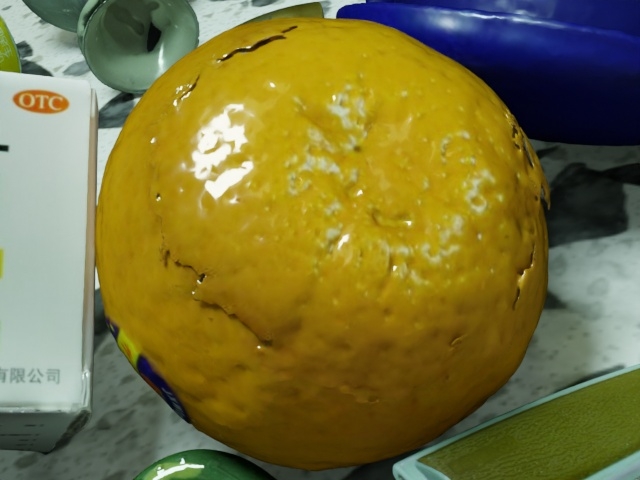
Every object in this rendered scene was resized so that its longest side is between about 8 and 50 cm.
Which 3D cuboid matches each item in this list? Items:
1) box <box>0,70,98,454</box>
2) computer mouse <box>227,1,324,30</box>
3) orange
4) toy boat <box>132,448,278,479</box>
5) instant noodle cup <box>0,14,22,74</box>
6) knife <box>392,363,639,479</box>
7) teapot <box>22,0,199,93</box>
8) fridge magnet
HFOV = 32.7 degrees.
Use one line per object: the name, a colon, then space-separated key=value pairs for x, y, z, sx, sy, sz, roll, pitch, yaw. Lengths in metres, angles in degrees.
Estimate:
box: x=-0.282 y=0.009 z=0.536 sx=0.333 sy=0.145 sz=0.173 roll=4 pitch=70 yaw=-18
computer mouse: x=-0.041 y=-0.158 z=0.931 sx=0.102 sy=0.045 sz=0.199 roll=-17 pitch=32 yaw=8
orange: x=0.001 y=0.001 z=0.532 sx=0.219 sy=0.193 sz=0.219 roll=-1 pitch=76 yaw=4
toy boat: x=-0.034 y=0.161 z=0.456 sx=0.104 sy=0.052 sz=0.210 roll=-28 pitch=35 yaw=-10
instant noodle cup: x=-0.382 y=-0.122 z=0.922 sx=0.215 sy=0.215 sz=0.236 roll=1 pitch=31 yaw=27
knife: x=0.057 y=0.106 z=0.457 sx=0.343 sy=0.027 sz=0.061 roll=-19 pitch=35 yaw=-23
teapot: x=-0.202 y=-0.250 z=1.043 sx=0.183 sy=0.183 sz=0.251 roll=-23 pitch=44 yaw=-7
fridge magnet: x=0.140 y=-0.114 z=0.643 sx=0.265 sy=0.112 sz=0.265 roll=10 pitch=8 yaw=-1
